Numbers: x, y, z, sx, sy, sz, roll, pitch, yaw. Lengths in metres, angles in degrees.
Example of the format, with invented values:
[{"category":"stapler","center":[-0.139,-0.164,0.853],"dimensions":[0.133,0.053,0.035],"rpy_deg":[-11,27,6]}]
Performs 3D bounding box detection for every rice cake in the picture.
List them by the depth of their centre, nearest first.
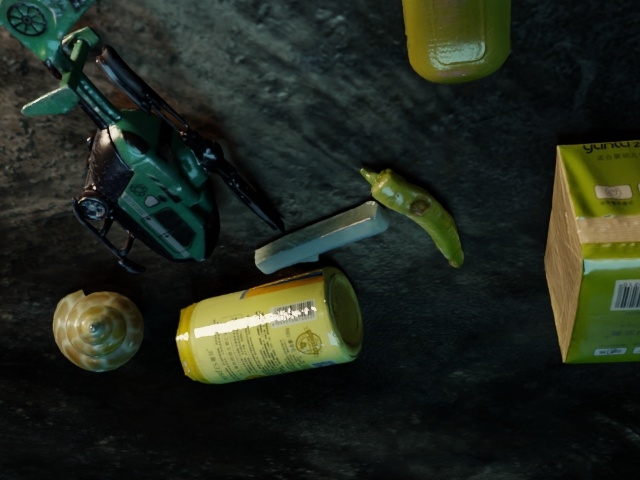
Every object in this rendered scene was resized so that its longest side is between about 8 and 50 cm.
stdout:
[{"category":"rice cake","center":[0.000,0.000,0.847],"dimensions":[0.180,0.030,0.042],"rpy_deg":[-21,138,29]}]

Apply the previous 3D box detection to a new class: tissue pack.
[{"category":"tissue pack","center":[0.382,0.010,0.723],"dimensions":[0.275,0.167,0.200],"rpy_deg":[-5,142,9]}]

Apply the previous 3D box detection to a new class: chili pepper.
[{"category":"chili pepper","center":[0.123,-0.021,0.805],"dimensions":[0.049,0.043,0.208],"rpy_deg":[-34,129,21]}]

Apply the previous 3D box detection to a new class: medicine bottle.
[{"category":"medicine bottle","center":[-0.071,0.116,0.928],"dimensions":[0.239,0.124,0.124],"rpy_deg":[-13,138,21]}]

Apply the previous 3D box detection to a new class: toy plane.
[{"category":"toy plane","center":[-0.179,-0.088,0.708],"dimensions":[0.155,0.106,0.381],"rpy_deg":[-19,135,17]}]

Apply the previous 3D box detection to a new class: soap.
[{"category":"soap","center":[0.113,-0.190,0.595],"dimensions":[0.089,0.045,0.140],"rpy_deg":[-2,141,12]}]

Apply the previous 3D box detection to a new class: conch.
[{"category":"conch","center":[-0.303,0.125,0.973],"dimensions":[0.173,0.106,0.116],"rpy_deg":[-7,122,35]}]
